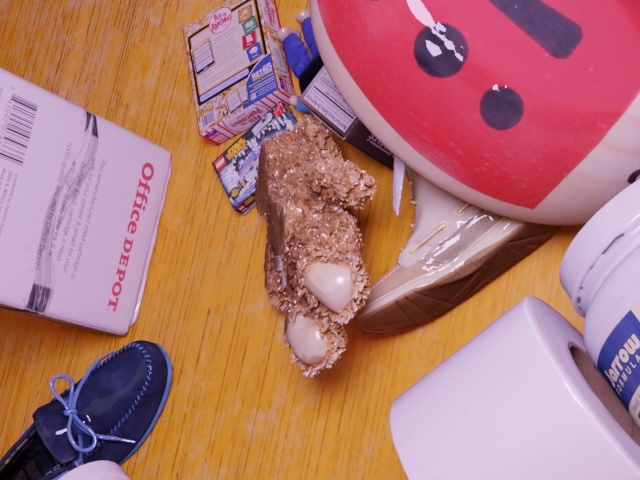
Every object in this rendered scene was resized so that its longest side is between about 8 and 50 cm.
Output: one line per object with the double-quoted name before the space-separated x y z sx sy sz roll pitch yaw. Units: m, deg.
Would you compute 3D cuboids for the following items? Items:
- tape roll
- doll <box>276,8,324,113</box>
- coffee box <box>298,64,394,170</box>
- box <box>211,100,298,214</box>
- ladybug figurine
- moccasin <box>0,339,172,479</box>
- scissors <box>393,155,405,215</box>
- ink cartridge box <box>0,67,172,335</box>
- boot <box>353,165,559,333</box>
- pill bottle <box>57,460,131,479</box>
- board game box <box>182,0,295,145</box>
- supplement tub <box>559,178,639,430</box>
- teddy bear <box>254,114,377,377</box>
"tape roll" 0.206 0.195 0.935 0.169 0.246 0.246 -41 55 18
"doll" 0.006 -0.230 1.348 0.129 0.046 0.189 -38 56 20
"coffee box" 0.108 -0.221 1.215 0.246 0.141 0.098 -53 55 10
"box" -0.080 -0.113 1.379 0.137 0.027 0.094 -40 54 17
"ladybug figurine" 0.185 -0.201 1.017 0.449 0.162 0.305 33 81 2
"moccasin" -0.337 0.273 1.367 0.342 0.117 0.137 -51 53 10
"scissors" 0.100 -0.178 1.107 0.109 0.021 0.297 -19 66 25
"ink cartridge box" -0.418 -0.052 1.365 0.166 0.395 0.285 4 76 38
"boot" 0.119 -0.030 1.164 0.262 0.095 0.203 -36 59 16
"pill bottle" -0.235 0.403 1.229 0.153 0.153 0.265 -53 52 8
"board game box" -0.120 -0.254 1.444 0.147 0.045 0.193 -25 61 26
"supplement tub" 0.375 0.105 0.853 0.235 0.235 0.324 -41 55 17
"teddy bear" 0.000 0.000 1.191 0.338 0.113 0.245 -118 32 -63
